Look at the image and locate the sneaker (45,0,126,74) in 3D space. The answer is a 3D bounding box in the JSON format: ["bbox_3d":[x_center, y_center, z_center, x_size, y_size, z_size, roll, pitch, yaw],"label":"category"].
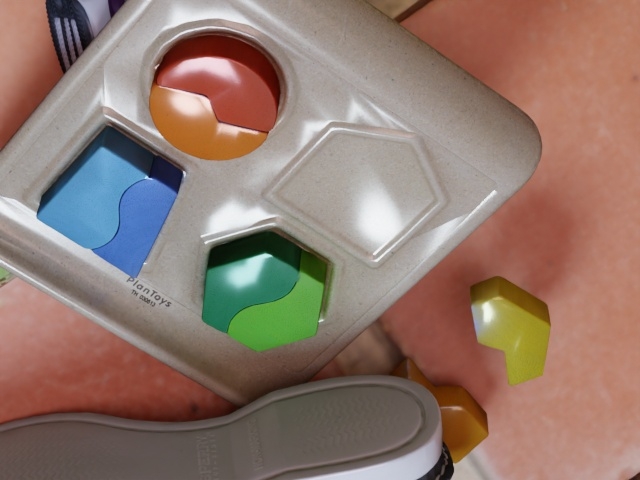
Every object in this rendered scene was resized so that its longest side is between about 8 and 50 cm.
[{"bbox_3d":[-0.102,-0.184,0.930,0.098,0.083,0.223,-20,111,-22],"label":"sneaker"}]

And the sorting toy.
[{"bbox_3d":[0.000,0.000,0.938,0.307,0.041,0.229,33,120,-20],"label":"sorting toy"}]

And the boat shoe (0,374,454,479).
[{"bbox_3d":[-0.080,0.146,0.967,0.303,0.114,0.091,-6,121,8],"label":"boat shoe"}]
